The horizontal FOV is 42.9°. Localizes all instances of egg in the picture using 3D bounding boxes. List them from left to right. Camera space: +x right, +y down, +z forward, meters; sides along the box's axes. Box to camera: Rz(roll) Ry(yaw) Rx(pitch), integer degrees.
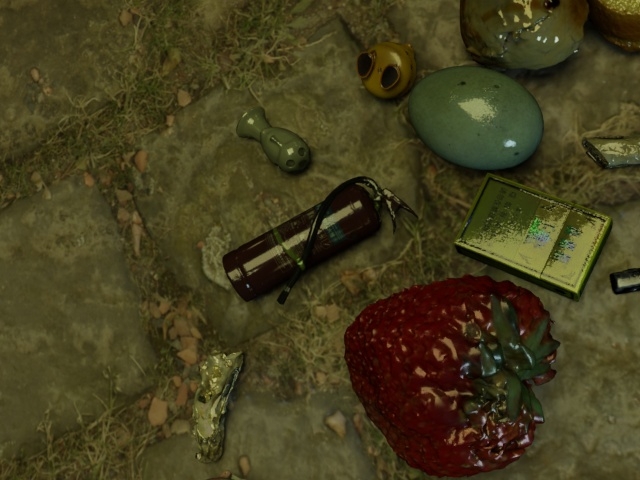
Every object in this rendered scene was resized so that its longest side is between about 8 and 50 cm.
[{"bbox_3d":[0.262,-0.209,1.387,0.236,0.169,0.169,25,81,23],"label":"egg"}]

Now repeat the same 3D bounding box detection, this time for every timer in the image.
[{"bbox_3d":[0.130,-0.318,1.518,0.107,0.109,0.107,6,102,31],"label":"timer"}]

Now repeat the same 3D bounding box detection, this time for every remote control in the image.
[{"bbox_3d":[0.515,0.060,1.306,0.096,0.014,0.039,-11,70,13],"label":"remote control"}]

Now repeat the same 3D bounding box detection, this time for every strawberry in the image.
[{"bbox_3d":[0.170,0.195,1.252,0.351,0.267,0.312,8,80,44],"label":"strawberry"}]

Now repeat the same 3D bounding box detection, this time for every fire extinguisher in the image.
[{"bbox_3d":[0.000,0.000,1.439,0.341,0.105,0.141,-28,82,7],"label":"fire extinguisher"}]

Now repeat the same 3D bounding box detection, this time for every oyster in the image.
[{"bbox_3d":[-0.185,0.284,1.438,0.106,0.061,0.200,17,75,39],"label":"oyster"}]

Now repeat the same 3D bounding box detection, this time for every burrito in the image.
[{"bbox_3d":[0.514,-0.151,1.361,0.149,0.041,0.055,1,60,21],"label":"burrito"}]

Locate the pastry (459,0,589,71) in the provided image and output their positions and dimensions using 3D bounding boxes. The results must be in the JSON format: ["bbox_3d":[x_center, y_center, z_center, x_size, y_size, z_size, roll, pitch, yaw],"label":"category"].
[{"bbox_3d":[0.327,-0.427,1.401,0.237,0.170,0.256,6,88,48],"label":"pastry"}]

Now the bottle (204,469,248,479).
[{"bbox_3d":[-0.123,0.461,1.307,0.236,0.147,0.147,16,78,29],"label":"bottle"}]

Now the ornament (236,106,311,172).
[{"bbox_3d":[-0.085,-0.186,1.537,0.075,0.081,0.156,-49,62,1],"label":"ornament"}]

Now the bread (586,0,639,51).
[{"bbox_3d":[0.528,-0.409,1.395,0.134,0.129,0.260,-43,65,8],"label":"bread"}]

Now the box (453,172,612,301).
[{"bbox_3d":[0.352,-0.007,1.352,0.220,0.064,0.141,23,80,24],"label":"box"}]
